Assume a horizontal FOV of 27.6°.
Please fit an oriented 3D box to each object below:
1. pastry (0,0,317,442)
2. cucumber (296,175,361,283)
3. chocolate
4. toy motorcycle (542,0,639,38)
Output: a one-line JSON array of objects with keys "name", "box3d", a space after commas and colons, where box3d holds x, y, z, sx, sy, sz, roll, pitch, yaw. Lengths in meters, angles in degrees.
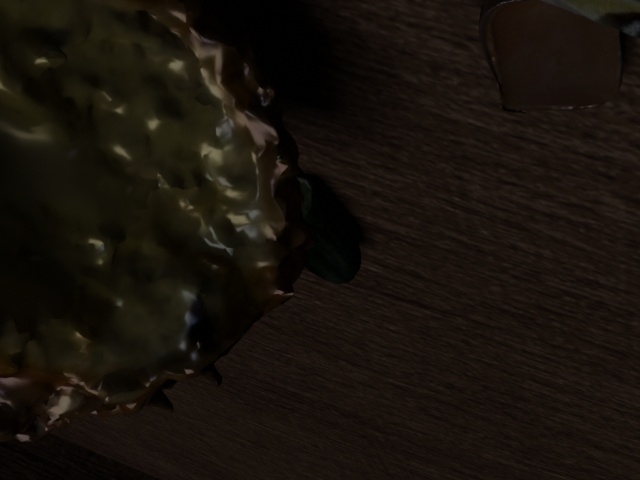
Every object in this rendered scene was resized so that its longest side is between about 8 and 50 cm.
[{"name": "pastry", "box3d": [-0.214, -0.057, 0.718, 0.405, 0.292, 0.337, 30, 173, -40]}, {"name": "cucumber", "box3d": [0.000, 0.000, 0.940, 0.048, 0.048, 0.105, 10, 156, 37]}, {"name": "chocolate", "box3d": [0.109, -0.094, 0.600, 0.064, 0.031, 0.100, -1, 156, 17]}, {"name": "toy motorcycle", "box3d": [0.101, -0.137, 0.392, 0.341, 0.108, 0.223, 26, 167, 20]}]
